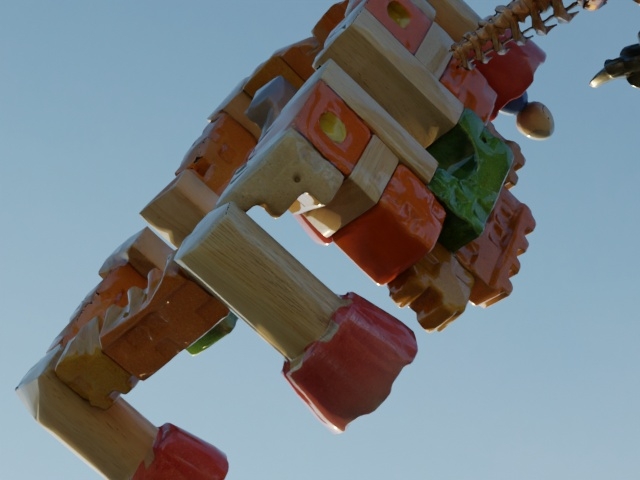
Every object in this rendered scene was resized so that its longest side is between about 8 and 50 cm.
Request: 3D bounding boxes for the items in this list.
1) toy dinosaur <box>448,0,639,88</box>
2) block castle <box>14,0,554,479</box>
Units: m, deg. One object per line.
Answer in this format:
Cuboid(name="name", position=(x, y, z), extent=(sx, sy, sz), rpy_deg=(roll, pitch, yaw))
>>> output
Cuboid(name="toy dinosaur", position=(0.240, -0.215, 1.156), extent=(0.322, 0.164, 0.218), rpy_deg=(-8, -15, -1))
Cuboid(name="block castle", position=(0.000, 0.000, 1.236), extent=(0.213, 0.453, 0.303), rpy_deg=(42, -49, -12))
